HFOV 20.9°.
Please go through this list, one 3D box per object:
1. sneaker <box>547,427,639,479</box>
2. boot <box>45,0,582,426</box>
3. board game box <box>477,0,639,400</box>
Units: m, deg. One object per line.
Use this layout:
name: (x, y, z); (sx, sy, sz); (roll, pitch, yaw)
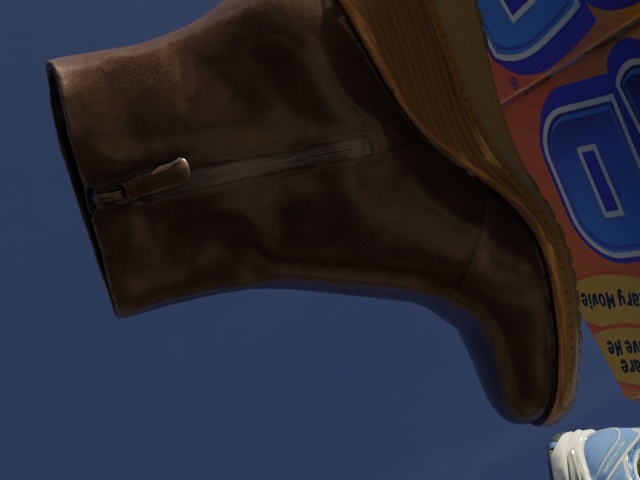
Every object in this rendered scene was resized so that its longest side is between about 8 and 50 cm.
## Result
sneaker: (0.212, 0.221, 1.190); (0.081, 0.080, 0.211); (-17, -119, 18)
boot: (0.000, 0.000, 0.808); (0.207, 0.090, 0.248); (-21, -80, -15)
board game box: (0.295, -0.174, 0.873); (0.356, 0.356, 0.356); (-27, -92, -25)
